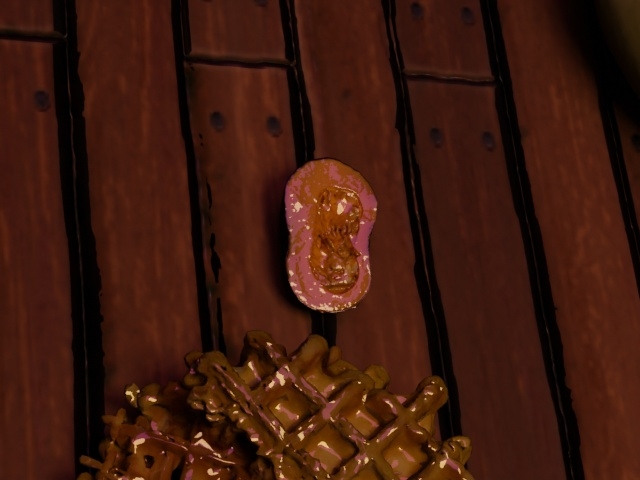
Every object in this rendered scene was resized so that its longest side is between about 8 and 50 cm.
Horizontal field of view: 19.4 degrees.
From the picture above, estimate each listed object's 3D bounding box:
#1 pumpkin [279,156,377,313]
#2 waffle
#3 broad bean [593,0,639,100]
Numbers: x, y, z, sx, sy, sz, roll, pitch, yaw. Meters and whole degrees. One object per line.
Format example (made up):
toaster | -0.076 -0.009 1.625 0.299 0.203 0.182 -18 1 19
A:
pumpkin | 0.000 0.000 0.964 0.050 0.028 0.083 10 68 -16
waffle | -0.011 0.135 0.861 0.197 0.070 0.193 -10 67 -24
broad bean | 0.259 -0.160 1.092 0.238 0.119 0.291 7 63 -27
